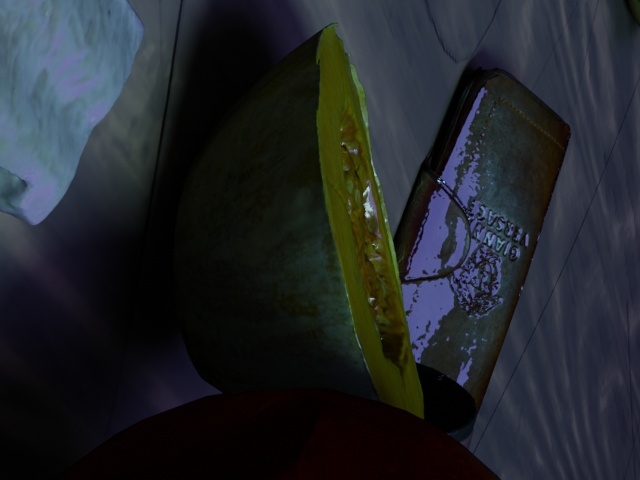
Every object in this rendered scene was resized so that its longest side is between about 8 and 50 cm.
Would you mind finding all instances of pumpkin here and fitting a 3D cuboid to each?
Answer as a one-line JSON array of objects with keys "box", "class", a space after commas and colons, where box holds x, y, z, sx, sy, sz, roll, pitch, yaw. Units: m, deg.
[{"box": [-0.016, 0.009, 0.956, 0.217, 0.110, 0.217, -13, 90, -75], "class": "pumpkin"}]

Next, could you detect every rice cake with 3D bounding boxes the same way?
[{"box": [-0.138, -0.101, 0.646, 0.106, 0.050, 0.298, -65, 159, -15], "class": "rice cake"}]

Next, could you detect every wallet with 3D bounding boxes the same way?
[{"box": [0.097, 0.013, 1.326, 0.137, 0.031, 0.255, 30, 76, -47], "class": "wallet"}]

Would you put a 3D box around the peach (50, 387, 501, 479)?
[{"box": [-0.016, 0.253, 0.816, 0.388, 0.388, 0.388, -52, 152, -42], "class": "peach"}]

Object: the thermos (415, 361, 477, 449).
[{"box": [0.010, 0.248, 1.241, 0.136, 0.110, 0.330, -33, 137, -60], "class": "thermos"}]

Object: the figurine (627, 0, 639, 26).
[{"box": [0.325, -0.270, 1.600, 0.324, 0.124, 0.222, 63, 45, -67], "class": "figurine"}]
